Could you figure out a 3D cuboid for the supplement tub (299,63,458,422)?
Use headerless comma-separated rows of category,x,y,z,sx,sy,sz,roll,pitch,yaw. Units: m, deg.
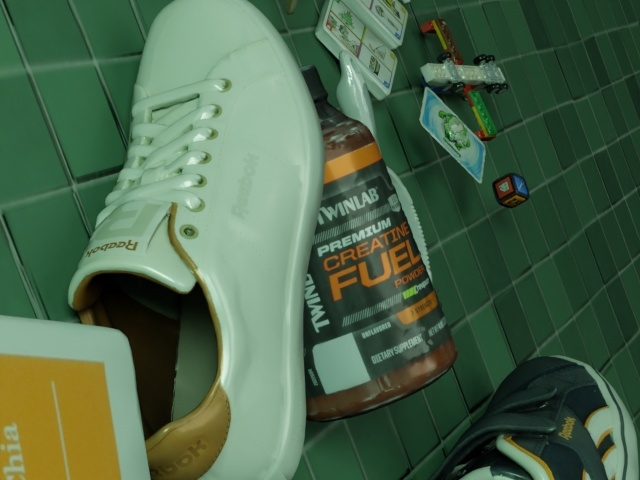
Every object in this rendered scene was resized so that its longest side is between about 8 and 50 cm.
supplement tub,0.000,0.000,0.862,0.106,0.106,0.198,-32,101,-63

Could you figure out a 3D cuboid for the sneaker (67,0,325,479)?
sneaker,-0.066,-0.016,0.745,0.123,0.106,0.290,31,48,-55

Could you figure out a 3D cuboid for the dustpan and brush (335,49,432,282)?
dustpan and brush,0.033,-0.021,0.985,0.147,0.060,0.211,-30,100,-63

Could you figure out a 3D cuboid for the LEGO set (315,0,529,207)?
LEGO set,0.082,-0.131,1.188,0.244,0.060,0.182,42,37,-24

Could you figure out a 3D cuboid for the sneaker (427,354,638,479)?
sneaker,0.137,0.162,0.983,0.127,0.126,0.321,34,24,-16

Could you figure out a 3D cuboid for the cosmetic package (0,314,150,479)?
cosmetic package,-0.218,0.128,0.307,0.453,0.161,0.230,12,62,-59

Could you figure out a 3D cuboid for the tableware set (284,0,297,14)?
tableware set,-0.035,-0.251,0.916,0.039,0.194,0.128,-9,57,-21
